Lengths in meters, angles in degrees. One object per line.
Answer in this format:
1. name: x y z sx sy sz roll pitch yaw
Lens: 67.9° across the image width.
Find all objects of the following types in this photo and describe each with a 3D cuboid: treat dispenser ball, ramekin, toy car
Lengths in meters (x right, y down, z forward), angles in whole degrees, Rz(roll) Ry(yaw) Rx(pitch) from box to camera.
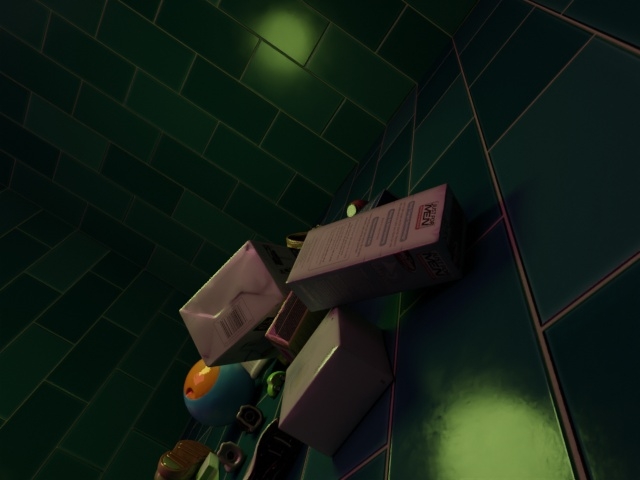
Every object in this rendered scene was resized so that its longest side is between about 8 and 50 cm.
1. treat dispenser ball: -0.411 0.607 1.941 0.288 0.288 0.288 -56 8 12
2. ramekin: -0.220 0.408 1.889 0.273 0.127 0.273 -52 -9 -12
3. toy car: -0.139 0.456 1.719 0.225 0.053 0.239 -61 9 -30

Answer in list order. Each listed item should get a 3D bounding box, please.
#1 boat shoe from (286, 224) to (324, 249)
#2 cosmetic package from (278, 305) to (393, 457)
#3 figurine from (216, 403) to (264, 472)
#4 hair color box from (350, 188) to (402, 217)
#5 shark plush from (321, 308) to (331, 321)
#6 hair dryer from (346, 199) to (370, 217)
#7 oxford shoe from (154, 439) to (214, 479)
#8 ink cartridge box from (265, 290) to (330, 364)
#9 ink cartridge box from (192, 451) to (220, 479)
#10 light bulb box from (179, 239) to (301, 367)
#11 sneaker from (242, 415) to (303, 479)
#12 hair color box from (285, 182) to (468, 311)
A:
1. boat shoe: 0.000 0.000 1.966 0.325 0.116 0.123 -13 25 20
2. cosmetic package: 0.029 0.292 1.036 0.224 0.138 0.224 -56 9 13
3. figurine: -0.287 0.688 1.653 0.214 0.092 0.209 -62 1 -27
4. hair color box: 0.149 0.003 1.303 0.105 0.174 0.347 -61 9 -25
5. shark plush: 0.034 0.228 1.292 0.161 0.067 0.073 74 -156 -45
6. hair dryer: 0.134 -0.029 1.590 0.293 0.223 0.080 -39 40 -22
7. oxford shoe: -0.553 0.905 1.894 0.146 0.141 0.397 -66 -17 -5
8. ink cartridge box: -0.036 0.248 1.335 0.193 0.088 0.234 -59 -33 -24
9. ink cartridge box: -0.441 0.916 1.761 0.171 0.056 0.235 -57 6 -7
10. light bulb box: -0.180 0.207 1.538 0.358 0.225 0.361 -43 -26 20
11. sneaker: -0.131 0.544 1.169 0.271 0.100 0.108 -59 3 -15
12. hair color box: 0.121 0.025 1.047 0.375 0.113 0.185 -19 33 34
